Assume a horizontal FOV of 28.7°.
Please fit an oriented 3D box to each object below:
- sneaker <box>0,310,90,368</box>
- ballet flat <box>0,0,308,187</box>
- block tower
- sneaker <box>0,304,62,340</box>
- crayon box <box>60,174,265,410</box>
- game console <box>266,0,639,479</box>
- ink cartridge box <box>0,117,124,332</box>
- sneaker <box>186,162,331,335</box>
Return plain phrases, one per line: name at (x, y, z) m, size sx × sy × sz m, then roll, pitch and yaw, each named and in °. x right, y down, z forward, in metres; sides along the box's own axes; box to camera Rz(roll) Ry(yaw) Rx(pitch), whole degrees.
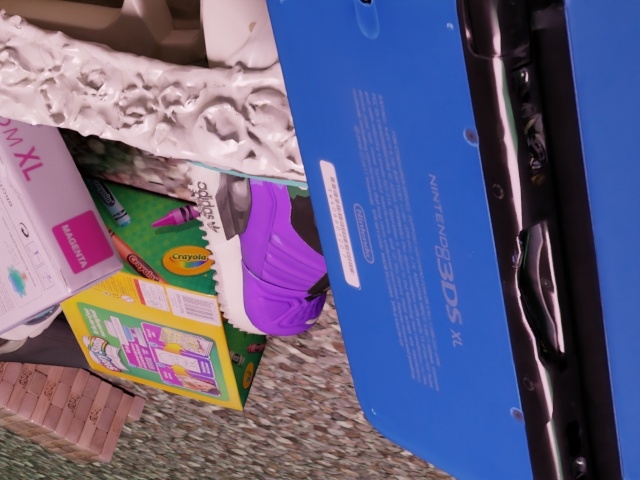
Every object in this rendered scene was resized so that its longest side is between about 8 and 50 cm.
sneaker at (-0.328, 0.110, 1.383) m, size 0.118 × 0.083 × 0.222 m, roll 21°, pitch 165°, yaw -34°
ballet flat at (-0.094, -0.121, 0.737) m, size 0.409 × 0.147 × 0.147 m, roll 10°, pitch 153°, yaw 15°
block tower at (-0.383, 0.169, 1.521) m, size 0.335 × 0.097 × 0.091 m, roll 31°, pitch 152°, yaw -26°
sneaker at (-0.371, -0.001, 1.208) m, size 0.275 × 0.107 × 0.110 m, roll 20°, pitch 135°, yaw -13°
crayon box at (-0.148, 0.057, 1.159) m, size 0.165 × 0.081 × 0.278 m, roll 15°, pitch 154°, yaw 9°
game console at (0.130, -0.020, 0.610) m, size 0.250 × 0.173 × 0.293 m, roll 22°, pitch 132°, yaw 50°
ink cartridge box at (-0.282, -0.016, 1.024) m, size 0.311 × 0.065 × 0.186 m, roll -24°, pitch 92°, yaw 52°
sneaker at (0.000, 0.001, 0.929) m, size 0.146 × 0.102 × 0.293 m, roll 11°, pitch 153°, yaw 14°
